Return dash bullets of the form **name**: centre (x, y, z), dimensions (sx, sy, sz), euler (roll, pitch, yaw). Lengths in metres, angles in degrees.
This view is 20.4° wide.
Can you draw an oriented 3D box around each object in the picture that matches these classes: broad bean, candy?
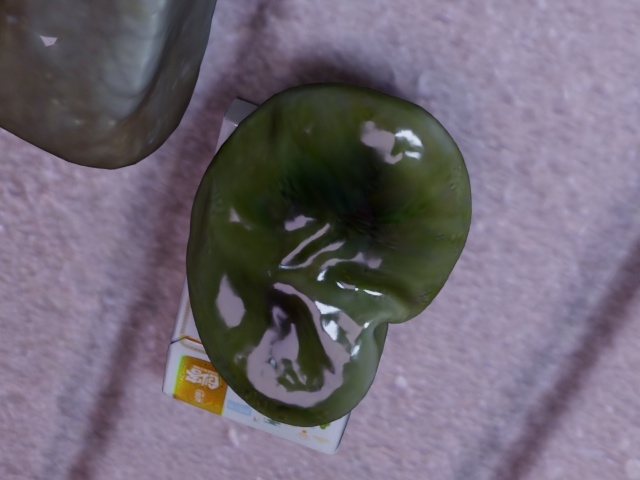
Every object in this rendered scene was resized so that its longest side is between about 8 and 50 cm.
- **broad bean**: centre (0.000, 0.001, 0.989), dimensions (0.153, 0.072, 0.207), euler (18, 116, 4)
- **candy**: centre (-0.109, -0.144, 0.929), dimensions (0.104, 0.102, 0.234), euler (22, 128, 4)

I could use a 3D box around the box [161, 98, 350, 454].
- **box**: centre (-0.021, 0.027, 1.069), dimensions (0.122, 0.032, 0.220), euler (19, 129, 5)
